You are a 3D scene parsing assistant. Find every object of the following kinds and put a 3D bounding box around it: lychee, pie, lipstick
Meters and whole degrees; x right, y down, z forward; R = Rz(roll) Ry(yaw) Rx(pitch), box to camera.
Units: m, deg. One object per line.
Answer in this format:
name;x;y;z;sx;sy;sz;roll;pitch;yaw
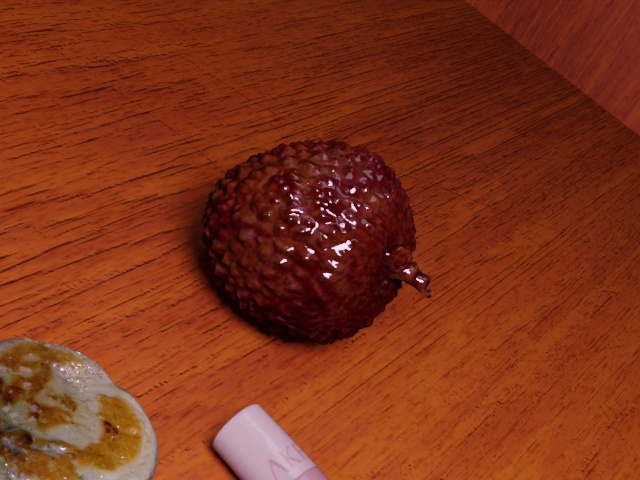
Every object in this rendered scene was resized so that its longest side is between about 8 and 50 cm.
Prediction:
lychee;0.000;0.000;1.441;0.300;0.264;0.264;19;29;13
pie;-0.271;0.186;1.137;0.240;0.054;0.240;22;31;-14
lipstick;-0.006;0.283;1.218;0.254;0.070;0.070;45;33;19
